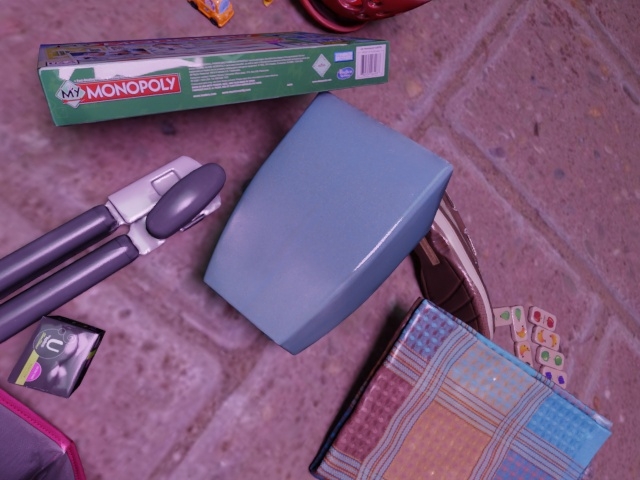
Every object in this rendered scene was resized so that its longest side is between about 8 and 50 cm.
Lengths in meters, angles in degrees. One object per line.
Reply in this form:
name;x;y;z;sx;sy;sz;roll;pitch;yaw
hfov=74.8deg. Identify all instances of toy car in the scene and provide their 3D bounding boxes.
toy car;-0.115;-0.339;0.564;0.122;0.040;0.060;-40;98;-24

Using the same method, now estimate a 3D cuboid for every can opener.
can opener;-0.225;-0.004;0.429;0.283;0.095;0.076;-37;96;-24

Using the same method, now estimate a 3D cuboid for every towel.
towel;0.206;0.278;0.562;0.370;0.040;0.271;34;85;-14

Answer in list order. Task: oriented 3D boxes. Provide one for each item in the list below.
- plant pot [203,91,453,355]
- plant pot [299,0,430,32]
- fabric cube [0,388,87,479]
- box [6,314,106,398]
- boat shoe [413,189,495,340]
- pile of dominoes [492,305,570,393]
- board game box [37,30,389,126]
plant pot;0.000;0.000;0.469;0.165;0.165;0.234;35;76;17
plant pot;0.061;-0.394;0.560;0.191;0.174;0.191;-5;99;-36
fabric cube;-0.314;0.217;0.226;0.258;0.254;0.259;-42;124;-22
box;-0.249;0.109;0.405;0.052;0.083;0.062;25;73;-18
boat shoe;0.196;0.025;0.611;0.095;0.095;0.257;-27;94;-35
pile of dominoes;0.338;0.228;0.665;0.196;0.040;0.251;-3;83;-24
board game box;-0.117;-0.190;0.453;0.317;0.213;0.046;-17;125;-25
